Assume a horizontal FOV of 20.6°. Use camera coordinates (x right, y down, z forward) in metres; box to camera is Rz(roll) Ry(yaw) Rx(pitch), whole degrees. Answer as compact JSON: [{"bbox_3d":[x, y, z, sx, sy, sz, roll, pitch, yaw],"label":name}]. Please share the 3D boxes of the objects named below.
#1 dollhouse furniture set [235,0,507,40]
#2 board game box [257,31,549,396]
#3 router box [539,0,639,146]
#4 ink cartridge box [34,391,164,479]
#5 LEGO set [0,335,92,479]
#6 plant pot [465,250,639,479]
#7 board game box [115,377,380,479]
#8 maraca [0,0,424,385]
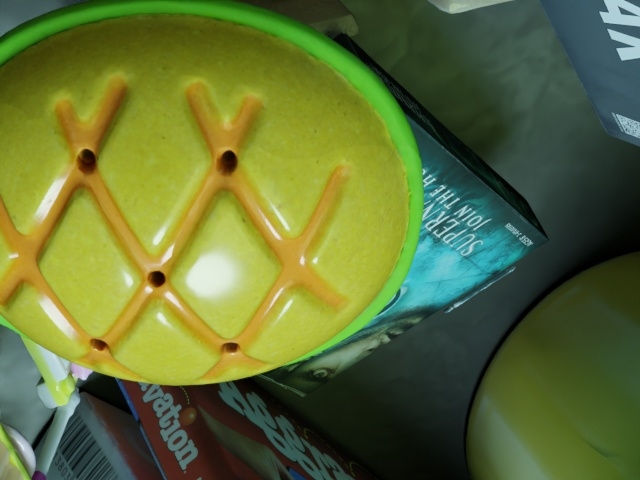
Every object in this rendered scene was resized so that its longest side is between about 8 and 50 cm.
[{"bbox_3d":[-0.026,-0.178,0.514,0.259,0.135,0.262,-15,125,-24],"label":"dollhouse furniture set"},{"bbox_3d":[0.000,0.000,0.654,0.126,0.026,0.186,-34,153,13],"label":"board game box"},{"bbox_3d":[0.143,-0.191,0.555,0.243,0.081,0.309,-58,147,-12],"label":"router box"},{"bbox_3d":[-0.019,0.143,0.713,0.179,0.145,0.045,28,102,-40],"label":"ink cartridge box"},{"bbox_3d":[-0.146,0.094,0.662,0.132,0.107,0.287,7,125,4],"label":"LEGO set"},{"bbox_3d":[0.194,0.128,0.773,0.254,0.239,0.254,-15,125,-23],"label":"plant pot"},{"bbox_3d":[0.021,0.135,0.721,0.027,0.145,0.281,-41,136,6],"label":"board game box"},{"bbox_3d":[-0.063,-0.013,0.518,0.186,0.099,0.127,1,117,2],"label":"maraca"}]
